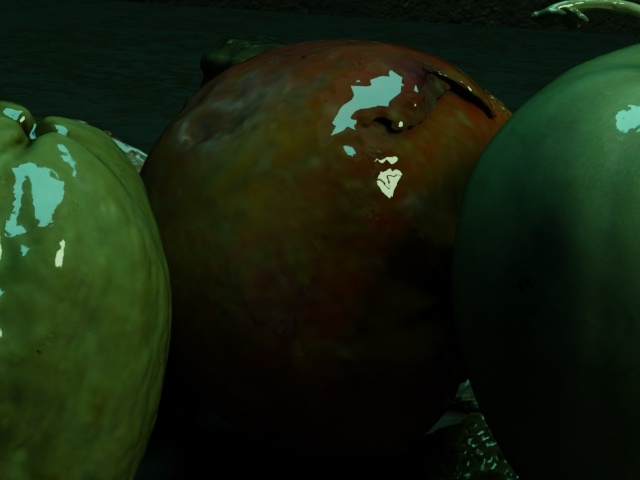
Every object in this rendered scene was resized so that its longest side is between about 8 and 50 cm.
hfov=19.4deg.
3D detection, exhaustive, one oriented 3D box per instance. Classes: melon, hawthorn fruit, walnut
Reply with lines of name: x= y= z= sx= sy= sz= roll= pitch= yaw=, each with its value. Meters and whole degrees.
melon: x=0.199 y=0.028 z=1.057 sx=0.271 sy=0.308 sz=0.272 roll=16 pitch=32 yaw=-10
hawthorn fruit: x=-0.015 y=-0.008 z=1.225 sx=0.276 sy=0.276 sz=0.307 roll=-11 pitch=25 yaw=-42
walnut: x=-0.199 y=0.060 z=1.060 sx=0.227 sy=0.283 sz=0.283 roll=18 pitch=16 yaw=2

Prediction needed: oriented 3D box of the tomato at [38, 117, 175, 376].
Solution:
tomato: x=-0.227 y=0.033 z=1.384 sx=0.338 sy=0.144 sz=0.338 roll=11 pitch=26 yaw=-6

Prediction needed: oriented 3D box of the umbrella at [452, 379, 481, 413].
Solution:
umbrella: x=0.088 y=0.104 z=1.401 sx=0.188 sy=0.050 sz=0.046 roll=3 pitch=-5 yaw=1

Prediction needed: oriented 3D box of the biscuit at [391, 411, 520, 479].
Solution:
biscuit: x=0.195 y=0.165 z=1.204 sx=0.305 sy=0.038 sz=0.305 roll=3 pitch=16 yaw=-1

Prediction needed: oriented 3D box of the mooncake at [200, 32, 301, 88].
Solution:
mooncake: x=0.001 y=-0.115 z=1.659 sx=0.228 sy=0.124 sz=0.228 roll=12 pitch=11 yaw=-2
